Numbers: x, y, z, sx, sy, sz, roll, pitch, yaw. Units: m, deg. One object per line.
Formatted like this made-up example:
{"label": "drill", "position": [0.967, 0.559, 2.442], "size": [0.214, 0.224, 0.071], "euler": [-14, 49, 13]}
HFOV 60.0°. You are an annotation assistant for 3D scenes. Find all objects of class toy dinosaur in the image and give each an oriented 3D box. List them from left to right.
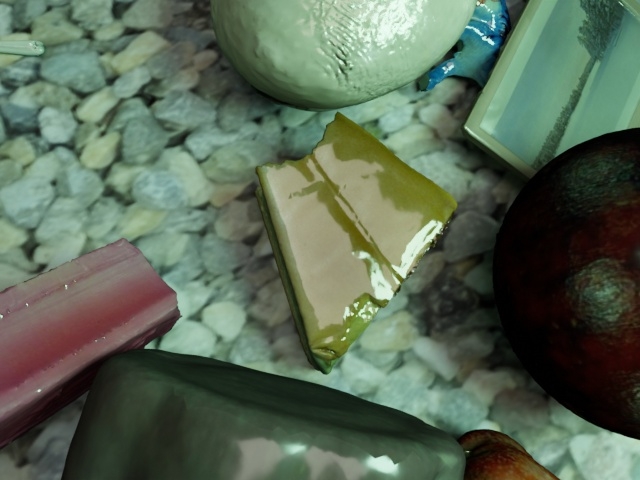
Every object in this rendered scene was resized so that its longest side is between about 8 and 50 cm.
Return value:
{"label": "toy dinosaur", "position": [0.178, -0.260, 0.662], "size": [0.145, 0.076, 0.328], "euler": [-15, 85, -19]}

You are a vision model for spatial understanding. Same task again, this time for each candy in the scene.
{"label": "candy", "position": [0.021, -0.260, 0.557], "size": [0.296, 0.185, 0.295], "euler": [-7, 55, 11]}

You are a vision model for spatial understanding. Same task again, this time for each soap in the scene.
{"label": "soap", "position": [-0.237, 0.089, 0.488], "size": [0.099, 0.162, 0.250], "euler": [50, 37, 4]}

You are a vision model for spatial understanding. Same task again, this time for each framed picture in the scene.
{"label": "framed picture", "position": [0.306, -0.188, 0.662], "size": [0.213, 0.016, 0.289], "euler": [33, 77, -16]}

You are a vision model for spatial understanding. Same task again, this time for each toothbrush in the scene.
{"label": "toothbrush", "position": [-0.415, -0.215, 0.616], "size": [0.204, 0.022, 0.017], "euler": [-2, 82, -10]}

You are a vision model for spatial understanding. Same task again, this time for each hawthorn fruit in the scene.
{"label": "hawthorn fruit", "position": [0.167, 0.284, 0.520], "size": [0.169, 0.169, 0.188], "euler": [-34, 90, -11]}

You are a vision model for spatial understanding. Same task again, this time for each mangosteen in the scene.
{"label": "mangosteen", "position": [0.316, 0.036, 0.508], "size": [0.312, 0.311, 0.310], "euler": [1, 79, -6]}

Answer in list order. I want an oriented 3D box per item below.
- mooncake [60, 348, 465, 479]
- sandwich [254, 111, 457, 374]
{"label": "mooncake", "position": [-0.047, 0.191, 0.452], "size": [0.306, 0.306, 0.154], "euler": [16, 84, -3]}
{"label": "sandwich", "position": [0.000, 0.000, 0.577], "size": [0.186, 0.108, 0.220], "euler": [36, 81, 1]}
